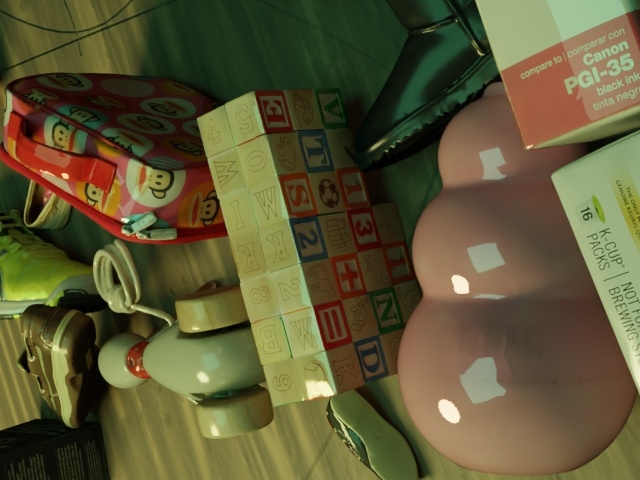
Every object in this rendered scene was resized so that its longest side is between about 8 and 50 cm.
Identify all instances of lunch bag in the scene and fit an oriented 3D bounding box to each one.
[{"bbox_3d":[-0.212,-0.099,1.141,0.293,0.258,0.120,29,115,33],"label":"lunch bag"}]

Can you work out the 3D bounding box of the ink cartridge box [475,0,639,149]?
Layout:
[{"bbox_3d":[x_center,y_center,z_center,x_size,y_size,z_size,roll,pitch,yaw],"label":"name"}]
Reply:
[{"bbox_3d":[0.206,-0.225,0.802,0.117,0.207,0.283,-20,85,39],"label":"ink cartridge box"}]

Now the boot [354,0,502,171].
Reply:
[{"bbox_3d":[0.087,-0.209,0.976,0.246,0.094,0.207,-37,78,31],"label":"boot"}]

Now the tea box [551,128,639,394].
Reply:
[{"bbox_3d":[0.391,0.032,0.689,0.324,0.220,0.329,-25,82,41],"label":"tea box"}]

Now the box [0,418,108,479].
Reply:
[{"bbox_3d":[-0.426,0.328,1.432,0.153,0.207,0.108,-5,95,40],"label":"box"}]

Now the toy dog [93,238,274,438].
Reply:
[{"bbox_3d":[-0.132,0.126,1.218,0.334,0.161,0.220,25,117,50],"label":"toy dog"}]

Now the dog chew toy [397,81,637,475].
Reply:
[{"bbox_3d":[0.169,0.029,0.896,0.207,0.207,0.331,0,90,40],"label":"dog chew toy"}]

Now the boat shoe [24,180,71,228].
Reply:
[{"bbox_3d":[-0.367,-0.089,1.402,0.063,0.059,0.170,31,117,32],"label":"boat shoe"}]

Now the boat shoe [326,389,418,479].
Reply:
[{"bbox_3d":[0.056,0.220,1.121,0.133,0.049,0.042,49,153,14],"label":"boat shoe"}]

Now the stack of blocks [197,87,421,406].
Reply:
[{"bbox_3d":[0.000,0.000,1.041,0.087,0.171,0.297,-19,85,40],"label":"stack of blocks"}]

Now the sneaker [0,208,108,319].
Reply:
[{"bbox_3d":[-0.447,0.029,1.442,0.385,0.145,0.147,6,91,33],"label":"sneaker"}]

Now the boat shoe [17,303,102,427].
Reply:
[{"bbox_3d":[-0.348,0.159,1.359,0.095,0.095,0.257,19,141,4],"label":"boat shoe"}]
